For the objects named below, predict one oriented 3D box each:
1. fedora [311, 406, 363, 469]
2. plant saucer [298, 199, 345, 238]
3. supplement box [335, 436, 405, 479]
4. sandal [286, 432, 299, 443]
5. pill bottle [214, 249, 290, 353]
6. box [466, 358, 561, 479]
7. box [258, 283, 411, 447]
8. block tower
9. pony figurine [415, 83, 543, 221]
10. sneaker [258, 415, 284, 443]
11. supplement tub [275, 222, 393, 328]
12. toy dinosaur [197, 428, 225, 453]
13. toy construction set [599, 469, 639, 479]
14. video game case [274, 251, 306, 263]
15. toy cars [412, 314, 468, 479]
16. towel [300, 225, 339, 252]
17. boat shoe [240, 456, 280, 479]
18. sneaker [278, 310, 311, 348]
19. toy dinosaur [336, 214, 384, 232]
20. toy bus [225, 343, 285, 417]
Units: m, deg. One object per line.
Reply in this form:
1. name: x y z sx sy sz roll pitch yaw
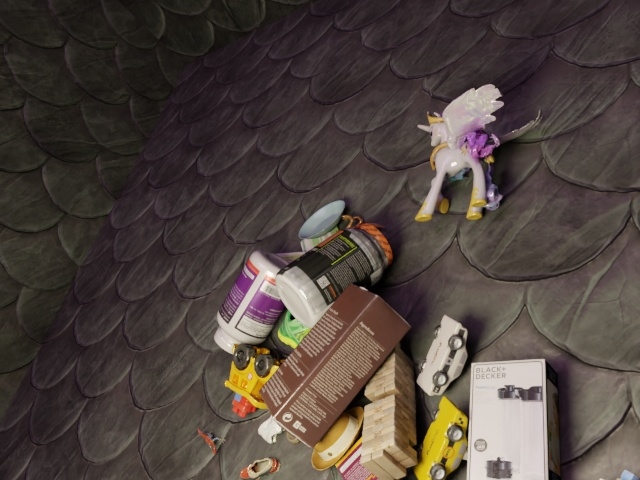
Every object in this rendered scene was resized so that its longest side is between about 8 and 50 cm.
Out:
1. fedora: 0.024 0.478 1.401 0.194 0.079 0.194 -47 7 7
2. plant saucer: 0.013 -0.060 1.898 0.195 0.037 0.195 -33 21 14
3. supplement box: 0.131 0.561 1.285 0.104 0.081 0.188 -47 39 2
4. sandal: -0.060 0.474 1.560 0.072 0.049 0.180 -6 56 40
5. pill bottle: -0.211 0.203 1.790 0.323 0.181 0.181 -58 38 10
6. box: 0.400 0.400 1.159 0.169 0.087 0.290 -12 51 36
7. box: 0.030 0.302 1.405 0.381 0.143 0.191 -50 16 -7
8. block tower: 0.165 0.389 1.320 0.091 0.097 0.335 -31 26 26
9. pony figurine: 0.414 -0.249 1.565 0.351 0.303 0.363 -15 64 46
10. sneaker: -0.117 0.508 1.583 0.061 0.053 0.152 39 106 37
11. supplement tub: 0.044 0.092 1.597 0.316 0.193 0.193 -34 34 -22
12. toy dinosaur: -0.338 0.616 1.695 0.082 0.090 0.047 -178 107 -80
13. toy construction set: 0.610 0.358 0.947 0.215 0.151 0.328 32 91 26
14. video game case: -0.144 0.136 1.914 0.212 0.023 0.193 -5 64 42
15. toy cars: 0.295 0.366 1.283 0.176 0.087 0.394 129 157 -51
16. towel: 0.000 0.000 1.909 0.152 0.023 0.113 -35 42 17
17. boat shoe: -0.175 0.633 1.545 0.137 0.043 0.049 -27 46 27
18. sneaker: -0.023 0.267 1.626 0.295 0.109 0.123 13 94 48
19. toy dinosaur: 0.121 -0.035 1.811 0.211 0.064 0.112 -28 56 26
20. toy bus: -0.179 0.427 1.650 0.220 0.149 0.211 12 81 45
